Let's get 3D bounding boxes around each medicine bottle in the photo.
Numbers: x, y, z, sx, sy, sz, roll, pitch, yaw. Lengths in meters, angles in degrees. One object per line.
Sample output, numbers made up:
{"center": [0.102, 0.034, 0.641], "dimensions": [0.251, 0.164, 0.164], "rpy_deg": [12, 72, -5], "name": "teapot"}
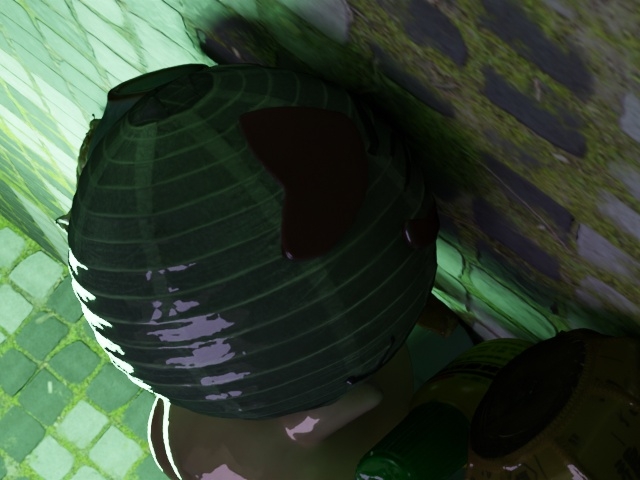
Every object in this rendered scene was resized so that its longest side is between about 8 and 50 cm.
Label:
{"center": [0.097, 0.131, 1.345], "dimensions": [0.095, 0.064, 0.260], "rpy_deg": [3, -165, 26], "name": "medicine bottle"}

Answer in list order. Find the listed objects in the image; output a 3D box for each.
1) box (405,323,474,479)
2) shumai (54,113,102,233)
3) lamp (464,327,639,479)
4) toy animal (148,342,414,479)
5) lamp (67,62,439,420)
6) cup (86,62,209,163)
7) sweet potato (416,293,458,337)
{"center": [0.088, 0.163, 1.607], "dimensions": [0.227, 0.130, 0.162], "rpy_deg": [55, 167, -10], "name": "box"}
{"center": [-0.208, -0.043, 1.889], "dimensions": [0.145, 0.116, 0.145], "rpy_deg": [39, 171, 7], "name": "shumai"}
{"center": [0.196, 0.157, 1.249], "dimensions": [0.185, 0.161, 0.161], "rpy_deg": [40, 170, -18], "name": "lamp"}
{"center": [-0.038, 0.102, 1.410], "dimensions": [0.213, 0.195, 0.256], "rpy_deg": [32, -154, 12], "name": "toy animal"}
{"center": [-0.046, -0.004, 1.201], "dimensions": [0.233, 0.233, 0.265], "rpy_deg": [46, 173, -32], "name": "lamp"}
{"center": [-0.102, -0.050, 1.412], "dimensions": [0.199, 0.199, 0.150], "rpy_deg": [18, 126, 63], "name": "cup"}
{"center": [-0.001, 0.001, 1.539], "dimensions": [0.264, 0.057, 0.057], "rpy_deg": [34, 168, 20], "name": "sweet potato"}
